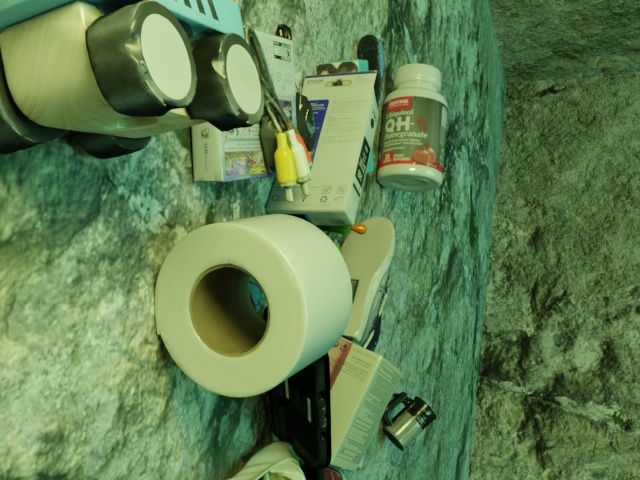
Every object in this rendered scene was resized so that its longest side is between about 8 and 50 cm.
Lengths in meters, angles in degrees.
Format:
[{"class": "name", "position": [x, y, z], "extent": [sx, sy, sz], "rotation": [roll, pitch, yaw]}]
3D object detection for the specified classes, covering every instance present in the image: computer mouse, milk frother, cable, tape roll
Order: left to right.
[{"class": "tape roll", "position": [-0.094, 0.087, 1.006], "extent": [0.169, 0.246, 0.246], "rotation": [-15, 105, -64]}, {"class": "cable", "position": [-0.064, -0.213, 1.122], "extent": [0.139, 0.072, 0.287], "rotation": [-58, 142, -57]}, {"class": "computer mouse", "position": [-0.057, -0.286, 1.289], "extent": [0.041, 0.071, 0.242], "rotation": [-13, 89, -23]}, {"class": "milk frother", "position": [0.232, 0.506, 1.948], "extent": [0.135, 0.129, 0.143], "rotation": [-38, 167, -18]}]

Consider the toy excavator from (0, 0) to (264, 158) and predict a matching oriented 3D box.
[{"class": "toy excavator", "position": [-0.208, -0.333, 0.815], "extent": [0.433, 0.222, 0.445], "rotation": [-9, 91, -67]}]

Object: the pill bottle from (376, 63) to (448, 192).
[{"class": "pill bottle", "position": [0.252, -0.303, 1.848], "extent": [0.176, 0.176, 0.318], "rotation": [31, 63, -63]}]

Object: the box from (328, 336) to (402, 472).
[{"class": "box", "position": [0.047, 0.332, 1.397], "extent": [0.232, 0.127, 0.148], "rotation": [-62, 148, -12]}]

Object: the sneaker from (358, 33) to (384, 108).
[{"class": "sneaker", "position": [0.131, -0.403, 1.706], "extent": [0.082, 0.069, 0.209], "rotation": [9, 83, -70]}]

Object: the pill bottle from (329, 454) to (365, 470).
[{"class": "pill bottle", "position": [0.059, 0.404, 1.527], "extent": [0.108, 0.108, 0.193], "rotation": [57, 41, -51]}]

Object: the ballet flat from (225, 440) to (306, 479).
[{"class": "ballet flat", "position": [-0.098, 0.442, 1.151], "extent": [0.400, 0.139, 0.139], "rotation": [4, 87, -66]}]

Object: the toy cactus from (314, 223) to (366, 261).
[{"class": "toy cactus", "position": [0.000, 0.000, 1.365], "extent": [0.112, 0.219, 0.180], "rotation": [5, 120, -30]}]

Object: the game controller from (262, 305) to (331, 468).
[{"class": "game controller", "position": [-0.038, 0.259, 1.202], "extent": [0.067, 0.166, 0.319], "rotation": [-29, 131, -35]}]

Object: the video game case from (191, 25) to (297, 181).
[{"class": "video game case", "position": [-0.123, -0.227, 1.151], "extent": [0.269, 0.061, 0.244], "rotation": [-18, 107, -65]}]

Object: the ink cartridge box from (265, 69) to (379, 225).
[{"class": "ink cartridge box", "position": [0.015, -0.183, 1.337], "extent": [0.065, 0.166, 0.332], "rotation": [54, 44, -54]}]

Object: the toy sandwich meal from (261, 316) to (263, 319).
[{"class": "toy sandwich meal", "position": [-0.103, 0.166, 1.255], "extent": [0.085, 0.029, 0.085], "rotation": [2, 90, -69]}]

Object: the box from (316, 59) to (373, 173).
[{"class": "box", "position": [0.055, -0.268, 1.502], "extent": [0.060, 0.101, 0.244], "rotation": [-27, 115, -62]}]

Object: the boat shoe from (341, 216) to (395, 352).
[{"class": "boat shoe", "position": [0.102, 0.120, 1.619], "extent": [0.340, 0.127, 0.158], "rotation": [-66, 153, -25]}]

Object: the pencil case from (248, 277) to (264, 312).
[{"class": "pencil case", "position": [-0.107, 0.079, 1.197], "extent": [0.152, 0.065, 0.070], "rotation": [-40, 111, -59]}]

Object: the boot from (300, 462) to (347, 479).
[{"class": "boot", "position": [-0.010, 0.588, 1.413], "extent": [0.176, 0.088, 0.244], "rotation": [48, 40, -56]}]
